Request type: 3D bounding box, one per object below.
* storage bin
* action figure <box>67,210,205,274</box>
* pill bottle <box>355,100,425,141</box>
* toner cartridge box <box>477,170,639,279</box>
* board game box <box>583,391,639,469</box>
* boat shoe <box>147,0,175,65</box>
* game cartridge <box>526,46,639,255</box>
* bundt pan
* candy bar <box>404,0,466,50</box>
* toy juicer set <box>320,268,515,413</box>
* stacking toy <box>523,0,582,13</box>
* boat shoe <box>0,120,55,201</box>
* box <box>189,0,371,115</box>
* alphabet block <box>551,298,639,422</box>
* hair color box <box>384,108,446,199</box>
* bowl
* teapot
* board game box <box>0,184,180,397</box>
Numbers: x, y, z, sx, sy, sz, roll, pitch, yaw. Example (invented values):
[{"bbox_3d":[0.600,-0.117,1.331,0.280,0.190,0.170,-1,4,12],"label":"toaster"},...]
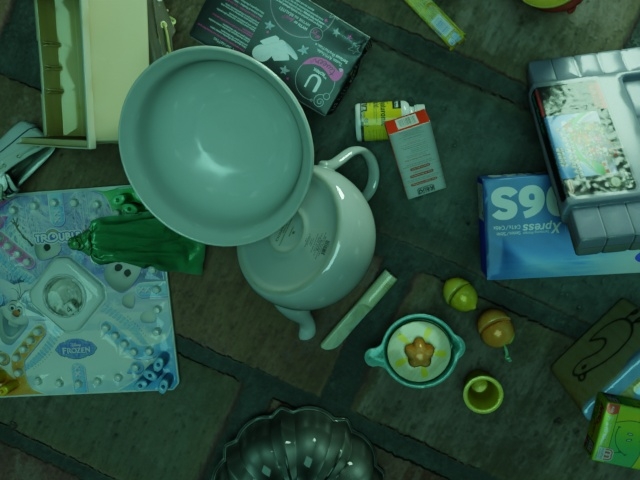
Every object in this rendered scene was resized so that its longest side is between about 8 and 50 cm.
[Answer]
[{"bbox_3d":[-0.392,-0.284,1.072,0.260,0.123,0.262,9,104,40],"label":"storage bin"},{"bbox_3d":[-0.309,-0.002,1.135,0.232,0.063,0.137,-3,98,-36],"label":"action figure"},{"bbox_3d":[0.117,-0.202,1.128,0.116,0.065,0.065,-3,99,5],"label":"pill bottle"},{"bbox_3d":[0.432,-0.032,1.062,0.347,0.075,0.165,-4,100,8],"label":"toner cartridge box"},{"bbox_3d":[0.493,0.290,0.983,0.181,0.043,0.092,11,99,3],"label":"board game box"},{"bbox_3d":[-0.296,-0.341,1.127,0.116,0.096,0.324,-2,97,46],"label":"boat shoe"},{"bbox_3d":[0.452,-0.148,1.003,0.230,0.068,0.355,-4,57,2],"label":"game cartridge"},{"bbox_3d":[-0.040,0.471,1.191,0.330,0.124,0.331,0,92,-1],"label":"bundt pan"},{"bbox_3d":[0.178,-0.384,1.118,0.161,0.018,0.040,45,103,-3],"label":"candy bar"},{"bbox_3d":[0.184,0.157,1.166,0.329,0.089,0.209,19,100,2],"label":"toy juicer set"},{"bbox_3d":[0.308,-0.511,1.069,0.279,0.130,0.309,7,97,30],"label":"stacking toy"},{"bbox_3d":[-0.559,-0.108,1.162,0.076,0.083,0.226,35,81,10],"label":"boat shoe"},{"bbox_3d":[-0.057,-0.319,1.075,0.247,0.163,0.142,31,102,-1],"label":"box"},{"bbox_3d":[0.531,0.241,1.095,0.193,0.197,0.192,44,99,-3],"label":"alphabet block"},{"bbox_3d":[0.159,-0.141,1.110,0.072,0.043,0.141,-17,130,7],"label":"hair color box"},{"bbox_3d":[-0.143,-0.152,1.025,0.297,0.134,0.298,4,113,10],"label":"bowl"},{"bbox_3d":[0.000,0.000,1.116,0.256,0.187,0.253,-30,62,27],"label":"teapot"},{"bbox_3d":[-0.474,0.103,1.234,0.389,0.050,0.390,-4,98,6],"label":"board game box"}]
